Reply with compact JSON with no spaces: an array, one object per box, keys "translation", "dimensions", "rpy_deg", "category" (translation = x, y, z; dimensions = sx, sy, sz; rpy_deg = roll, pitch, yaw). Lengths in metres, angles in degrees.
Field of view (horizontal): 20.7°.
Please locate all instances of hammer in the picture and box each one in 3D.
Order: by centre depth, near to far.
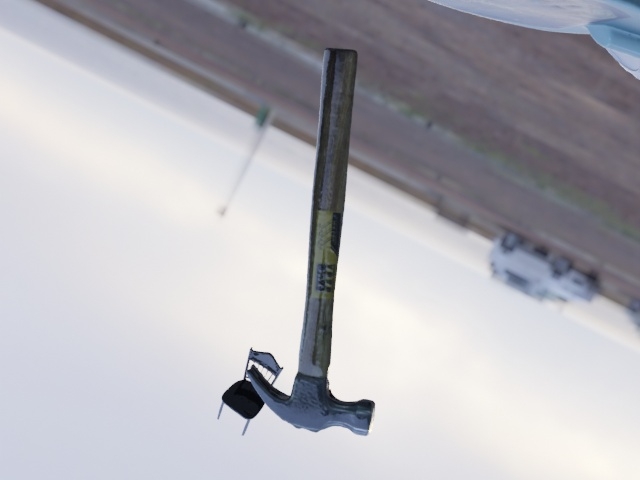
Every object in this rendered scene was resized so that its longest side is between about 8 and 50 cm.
[{"translation":[0.000,0.000,0.826],"dimensions":[0.062,0.182,0.017],"rpy_deg":[4,-176,10],"category":"hammer"}]

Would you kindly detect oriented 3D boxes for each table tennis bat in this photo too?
[{"translation":[0.154,-0.135,1.028],"dimensions":[0.237,0.038,0.149],"rpy_deg":[12,177,-31],"category":"table tennis bat"}]

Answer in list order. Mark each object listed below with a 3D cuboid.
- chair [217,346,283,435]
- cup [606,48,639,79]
[{"translation":[-0.066,0.140,1.597],"dimensions":[0.037,0.042,0.086],"rpy_deg":[33,138,10],"category":"chair"},{"translation":[0.290,-0.240,1.308],"dimensions":[0.167,0.202,0.221],"rpy_deg":[57,179,20],"category":"cup"}]
